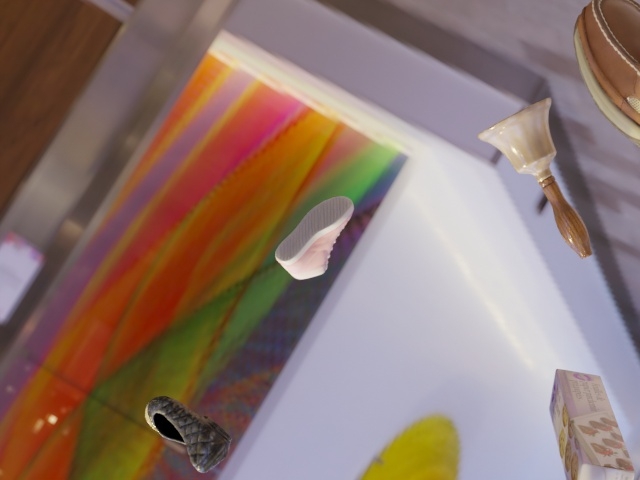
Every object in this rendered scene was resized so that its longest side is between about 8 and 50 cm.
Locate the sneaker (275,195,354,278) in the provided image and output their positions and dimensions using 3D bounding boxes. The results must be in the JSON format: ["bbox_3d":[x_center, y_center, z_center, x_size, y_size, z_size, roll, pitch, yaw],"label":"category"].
[{"bbox_3d":[0.000,0.000,1.960,0.051,0.134,0.070,37,166,42],"label":"sneaker"}]

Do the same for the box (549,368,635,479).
[{"bbox_3d":[0.331,0.245,1.728,0.063,0.067,0.324,9,-165,2],"label":"box"}]

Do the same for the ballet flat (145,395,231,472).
[{"bbox_3d":[-0.148,0.199,1.455,0.057,0.049,0.173,50,161,-22],"label":"ballet flat"}]

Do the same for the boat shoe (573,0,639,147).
[{"bbox_3d":[0.365,-0.123,1.312,0.324,0.122,0.120,58,144,26],"label":"boat shoe"}]

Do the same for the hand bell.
[{"bbox_3d":[0.348,-0.081,2.127,0.242,0.126,0.126,64,171,2],"label":"hand bell"}]
